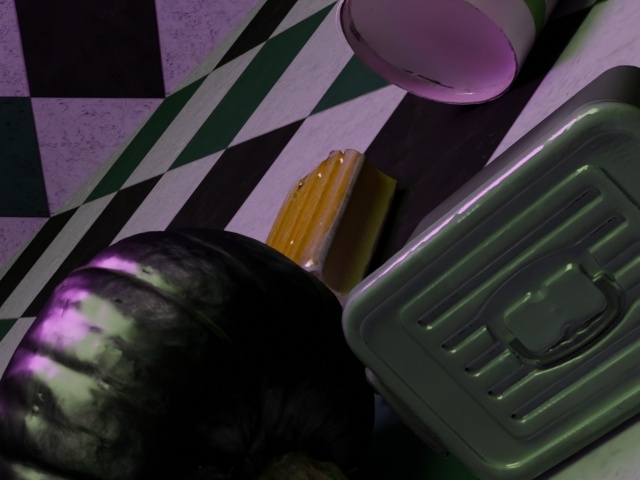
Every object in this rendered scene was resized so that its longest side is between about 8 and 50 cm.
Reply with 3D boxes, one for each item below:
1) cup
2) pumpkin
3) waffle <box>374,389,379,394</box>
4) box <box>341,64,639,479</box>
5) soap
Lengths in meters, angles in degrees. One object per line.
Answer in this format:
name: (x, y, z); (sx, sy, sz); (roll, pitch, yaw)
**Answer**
cup: (0.154, -0.298, 1.331); (0.253, 0.253, 0.274); (-21, 40, 59)
pumpkin: (-0.073, 0.142, 0.879); (0.296, 0.296, 0.296); (-44, 17, 17)
waffle: (0.101, 0.049, 1.006); (0.191, 0.038, 0.191); (-45, 17, 17)
box: (0.145, 0.013, 0.779); (0.243, 0.163, 0.135); (-42, 9, 28)
soap: (0.000, 0.000, 1.320); (0.140, 0.073, 0.232); (-35, 21, 37)
